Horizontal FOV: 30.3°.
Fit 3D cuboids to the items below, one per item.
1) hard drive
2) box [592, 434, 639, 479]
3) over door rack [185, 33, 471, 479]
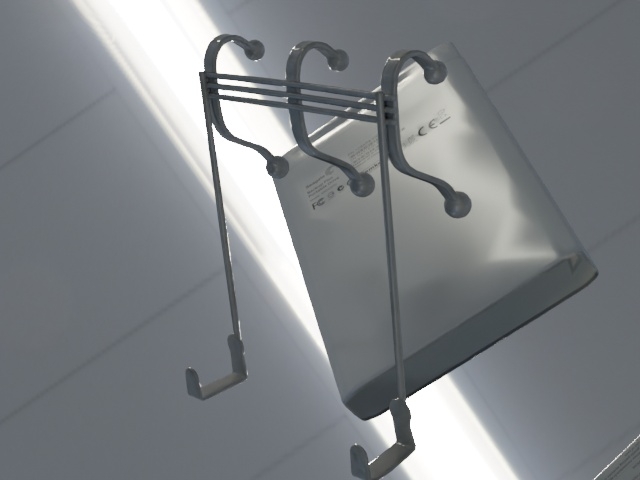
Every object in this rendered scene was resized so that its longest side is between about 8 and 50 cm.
[{"bbox_3d":[0.084,-0.024,1.093,0.233,0.353,0.047,-34,-53,12],"label":"hard drive"},{"bbox_3d":[0.243,0.206,0.819,0.102,0.087,0.101,33,-71,-24],"label":"box"},{"bbox_3d":[0.000,0.000,0.971,0.108,0.240,0.324,-6,-76,-41],"label":"over door rack"}]
